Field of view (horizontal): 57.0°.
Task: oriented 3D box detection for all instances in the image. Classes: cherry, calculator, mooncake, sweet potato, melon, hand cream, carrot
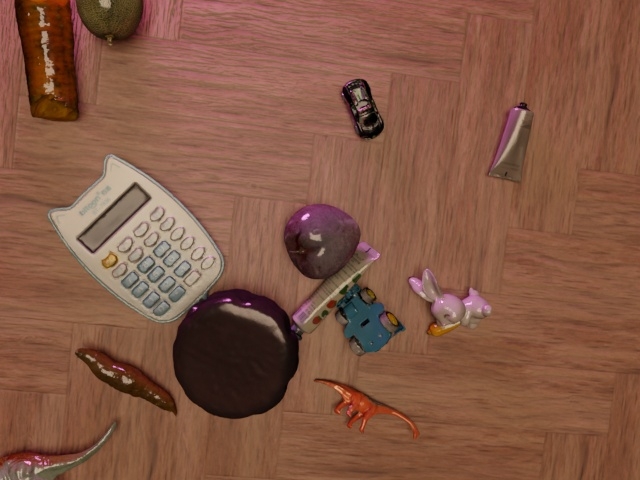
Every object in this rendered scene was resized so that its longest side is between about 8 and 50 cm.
[{"bbox_3d":[0.000,-0.004,1.334,0.176,0.140,0.176,2,86,-33],"label":"cherry"},{"bbox_3d":[-0.399,0.010,1.333,0.256,0.054,0.386,-45,97,-3],"label":"calculator"},{"bbox_3d":[-0.184,0.246,1.312,0.283,0.141,0.283,1,100,5],"label":"mooncake"},{"bbox_3d":[-0.434,0.321,1.341,0.274,0.067,0.067,36,89,-12],"label":"sweet potato"},{"bbox_3d":[-0.451,-0.511,1.259,0.139,0.139,0.192,0,90,-6],"label":"melon"},{"bbox_3d":[0.467,-0.238,1.417,0.087,0.054,0.186,11,98,-11],"label":"hand cream"},{"bbox_3d":[0.027,0.118,1.373,0.276,0.095,0.059,-48,121,1],"label":"hand cream"},{"bbox_3d":[-0.587,-0.414,1.266,0.114,0.114,0.302,-5,94,-6],"label":"carrot"}]

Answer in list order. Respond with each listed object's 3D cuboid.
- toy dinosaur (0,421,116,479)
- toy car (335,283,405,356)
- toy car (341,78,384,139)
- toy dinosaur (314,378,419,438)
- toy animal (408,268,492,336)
[{"bbox_3d":[-0.622,0.540,1.319,0.393,0.092,0.205,-40,90,6],"label":"toy dinosaur"},{"bbox_3d":[0.111,0.184,1.391,0.126,0.098,0.161,-44,66,20],"label":"toy car"},{"bbox_3d":[0.100,-0.306,1.370,0.069,0.055,0.142,-23,94,-1],"label":"toy car"},{"bbox_3d":[0.107,0.408,1.403,0.279,0.055,0.101,38,66,-4],"label":"toy dinosaur"},{"bbox_3d":[0.298,0.154,1.408,0.182,0.131,0.127,10,60,-14],"label":"toy animal"}]
